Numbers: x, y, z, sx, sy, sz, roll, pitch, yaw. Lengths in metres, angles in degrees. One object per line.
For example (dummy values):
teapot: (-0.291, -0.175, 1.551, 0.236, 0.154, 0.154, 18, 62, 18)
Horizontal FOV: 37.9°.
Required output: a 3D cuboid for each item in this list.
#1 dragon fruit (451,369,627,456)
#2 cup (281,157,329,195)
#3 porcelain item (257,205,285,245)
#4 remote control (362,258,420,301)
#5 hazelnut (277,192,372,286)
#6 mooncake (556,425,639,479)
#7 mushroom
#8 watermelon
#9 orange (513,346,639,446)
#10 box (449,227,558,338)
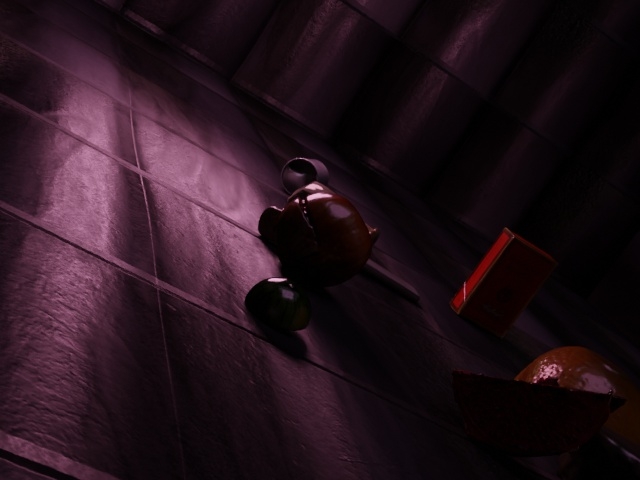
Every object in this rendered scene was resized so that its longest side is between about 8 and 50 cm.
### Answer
dragon fruit: (0.346, 0.284, 1.508, 0.274, 0.126, 0.161, 6, -3, 16)
cup: (-0.039, -0.144, 2.407, 0.099, 0.136, 0.133, 1, 5, 12)
porcelain item: (-0.059, -0.034, 1.902, 0.081, 0.069, 0.216, 24, 10, 12)
remote control: (0.113, 0.065, 2.088, 0.261, 0.029, 0.067, 32, 11, -20)
hazelnut: (0.000, 0.000, 1.724, 0.182, 0.182, 0.182, 32, 11, -7)
mooncake: (0.498, 0.399, 1.536, 0.228, 0.124, 0.228, 32, 6, -4)
mushroom: (0.024, -0.061, 2.190, 0.247, 0.108, 0.096, 36, 52, 19)
watermelon: (-0.058, 0.090, 1.410, 0.106, 0.062, 0.105, 25, 18, -9)
orange: (0.526, 0.327, 1.835, 0.262, 0.196, 0.334, 50, 7, 9)
box: (0.451, 0.107, 2.297, 0.153, 0.239, 0.074, 29, 12, -25)
